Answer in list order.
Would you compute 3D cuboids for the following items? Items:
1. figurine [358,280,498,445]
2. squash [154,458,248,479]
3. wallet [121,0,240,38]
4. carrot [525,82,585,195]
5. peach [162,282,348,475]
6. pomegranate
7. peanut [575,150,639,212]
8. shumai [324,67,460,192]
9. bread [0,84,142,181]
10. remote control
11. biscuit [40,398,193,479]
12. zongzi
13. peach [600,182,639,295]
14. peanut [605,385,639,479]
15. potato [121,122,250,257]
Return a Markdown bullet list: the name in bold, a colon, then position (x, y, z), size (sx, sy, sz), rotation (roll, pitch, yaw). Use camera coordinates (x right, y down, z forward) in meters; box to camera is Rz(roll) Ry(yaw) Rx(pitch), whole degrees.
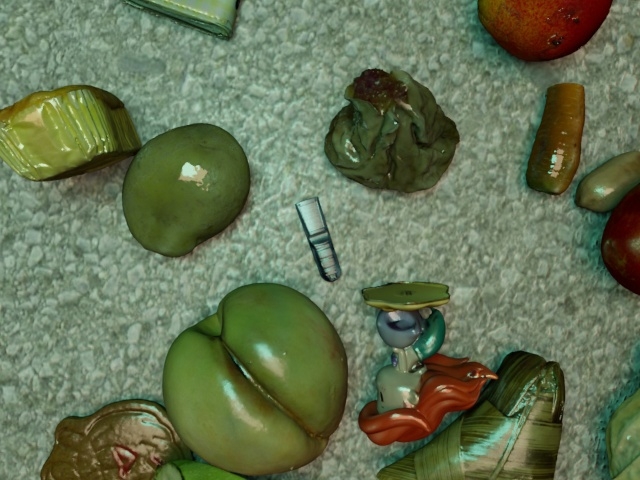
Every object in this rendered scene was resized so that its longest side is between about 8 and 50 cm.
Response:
- **figurine**: position (0.164, 0.207, 0.932), size (0.209, 0.181, 0.256), rotation (-9, 99, -32)
- **squash**: position (-0.122, 0.431, 0.917), size (0.261, 0.189, 0.189), rotation (2, 91, -34)
- **wallet**: position (-0.207, -0.522, 0.945), size (0.224, 0.077, 0.309), rotation (16, 88, -7)
- **carrot**: position (0.416, -0.177, 0.982), size (0.087, 0.087, 0.193), rotation (13, 92, -3)
- **peach**: position (-0.092, 0.219, 0.884), size (0.293, 0.248, 0.291), rotation (-3, 95, -30)
- **pomegranate**: position (0.357, -0.406, 0.925), size (0.210, 0.210, 0.235), rotation (-37, 52, -2)
- **peanut**: position (0.521, -0.105, 0.997), size (0.152, 0.076, 0.076), rotation (-34, 92, 0)
- **shumai**: position (0.126, -0.170, 0.913), size (0.218, 0.185, 0.183), rotation (24, 89, -3)
- **bread**: position (-0.368, -0.158, 0.840), size (0.153, 0.288, 0.119), rotation (-24, 102, -2)
- **remote control**: position (0.000, 0.000, 0.989), size (0.044, 0.027, 0.152), rotation (-20, 90, 1)
- **biscuit**: position (-0.344, 0.412, 0.964), size (0.258, 0.049, 0.272), rotation (-8, 90, -3)
- **zongzi**: position (0.259, 0.318, 0.965), size (0.289, 0.134, 0.285), rotation (11, 84, 4)
- **peach**: position (0.586, -0.010, 0.924), size (0.244, 0.199, 0.243), rotation (-12, 126, -17)
- **peanut**: position (0.608, 0.321, 0.965), size (0.158, 0.174, 0.339), rotation (34, 88, -38)
- **potato**: position (-0.219, -0.080, 0.910), size (0.178, 0.160, 0.235), rotation (36, 103, 15)
